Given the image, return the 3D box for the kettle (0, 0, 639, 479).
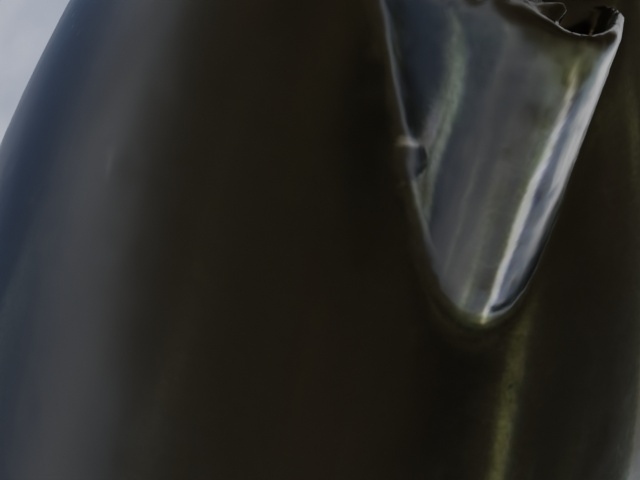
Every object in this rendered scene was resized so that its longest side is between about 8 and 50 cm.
[{"bbox_3d":[0.012,0.006,0.439,0.207,0.271,0.251,16,-163,15],"label":"kettle"}]
